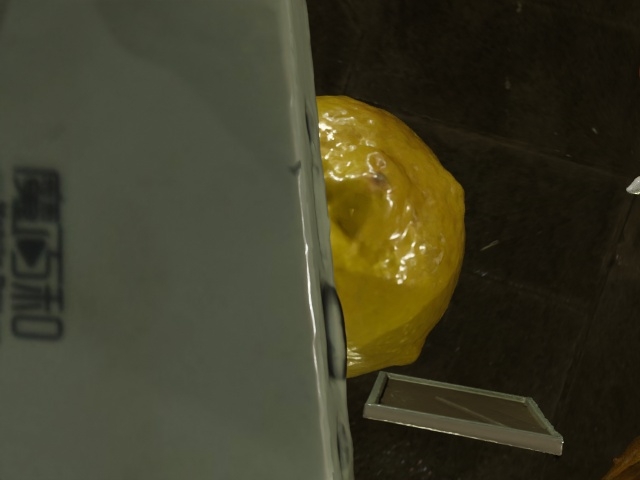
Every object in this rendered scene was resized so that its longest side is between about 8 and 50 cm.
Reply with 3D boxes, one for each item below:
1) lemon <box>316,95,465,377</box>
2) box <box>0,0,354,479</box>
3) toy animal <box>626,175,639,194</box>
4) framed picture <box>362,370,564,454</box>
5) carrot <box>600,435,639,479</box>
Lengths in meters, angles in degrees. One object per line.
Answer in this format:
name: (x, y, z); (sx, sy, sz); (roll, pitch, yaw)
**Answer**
lemon: (0.000, 0.000, 0.725); (0.234, 0.288, 0.233); (4, 77, -18)
box: (-0.176, 0.021, 0.446); (0.373, 0.090, 0.367); (-7, 76, 5)
toy animal: (0.526, -0.085, 1.285); (0.124, 0.085, 0.071); (35, 144, 29)
framed picture: (0.193, 0.232, 1.241); (0.247, 0.335, 0.022); (9, 90, 7)
carrot: (0.276, 0.251, 0.580); (0.242, 0.341, 0.241); (2, 94, 28)
